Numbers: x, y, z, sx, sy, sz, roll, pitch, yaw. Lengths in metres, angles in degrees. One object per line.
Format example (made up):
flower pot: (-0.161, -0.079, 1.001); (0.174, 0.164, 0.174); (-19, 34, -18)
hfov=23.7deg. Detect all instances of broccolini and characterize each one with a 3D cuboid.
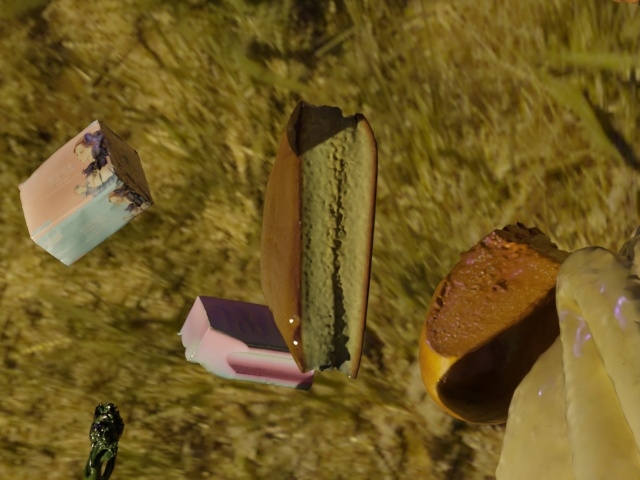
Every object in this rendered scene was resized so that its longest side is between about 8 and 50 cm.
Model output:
broccolini: (-0.267, 0.318, 1.823); (0.057, 0.071, 0.254); (-13, 61, 37)

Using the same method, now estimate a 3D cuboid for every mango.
mango: (0.216, 0.096, 1.718); (0.201, 0.350, 0.199); (-26, 98, 34)

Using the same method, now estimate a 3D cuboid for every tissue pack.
tissue pack: (-0.190, -0.037, 1.226); (0.094, 0.059, 0.074); (-36, 48, 14)

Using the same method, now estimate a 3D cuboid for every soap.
soap: (-0.081, 0.114, 1.736); (0.149, 0.100, 0.056); (11, 116, -20)

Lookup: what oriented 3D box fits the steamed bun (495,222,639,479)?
steamed bun: (0.216, 0.082, 0.755); (0.230, 0.325, 0.372); (11, 106, -12)

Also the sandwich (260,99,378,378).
sandwich: (0.000, 0.000, 1.462); (0.094, 0.096, 0.258); (5, 88, -18)

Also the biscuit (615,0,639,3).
biscuit: (0.083, -0.304, 1.169); (0.078, 0.455, 0.350); (-54, 48, 10)
